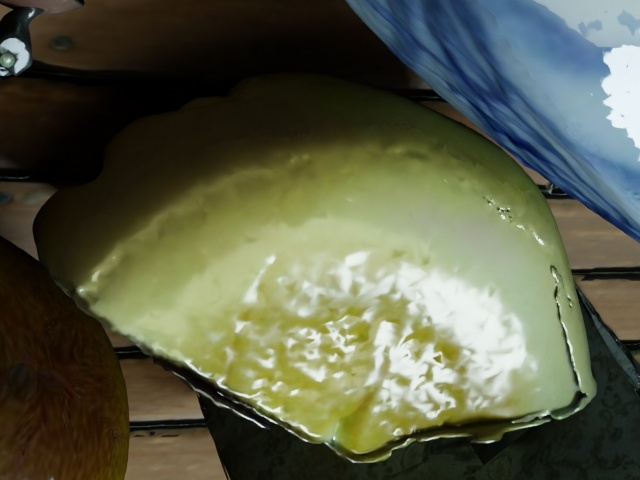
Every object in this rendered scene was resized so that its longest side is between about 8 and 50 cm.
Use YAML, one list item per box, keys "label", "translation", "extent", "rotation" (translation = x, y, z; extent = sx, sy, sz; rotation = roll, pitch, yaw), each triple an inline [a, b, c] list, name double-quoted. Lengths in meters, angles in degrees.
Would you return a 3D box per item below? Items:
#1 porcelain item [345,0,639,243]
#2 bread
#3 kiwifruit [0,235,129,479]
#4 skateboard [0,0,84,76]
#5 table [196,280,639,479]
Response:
- label: "porcelain item"
  translation: [0.131, -0.106, 0.635]
  extent: [0.178, 0.242, 0.405]
  rotation: [-52, 133, 4]
- label: "bread"
  translation: [0.014, -0.001, 0.758]
  extent: [0.261, 0.158, 0.156]
  rotation: [31, 106, -25]
- label: "kiwifruit"
  translation: [-0.199, 0.072, 0.694]
  extent: [0.196, 0.196, 0.234]
  rotation: [-41, 141, 19]
- label: "skateboard"
  translation: [-0.133, -0.141, 0.610]
  extent: [0.080, 0.067, 0.151]
  rotation: [-34, 135, -2]
- label: "table"
  translation: [0.130, 0.205, 0.886]
  extent: [0.222, 0.335, 0.272]
  rotation: [-33, 139, 10]
